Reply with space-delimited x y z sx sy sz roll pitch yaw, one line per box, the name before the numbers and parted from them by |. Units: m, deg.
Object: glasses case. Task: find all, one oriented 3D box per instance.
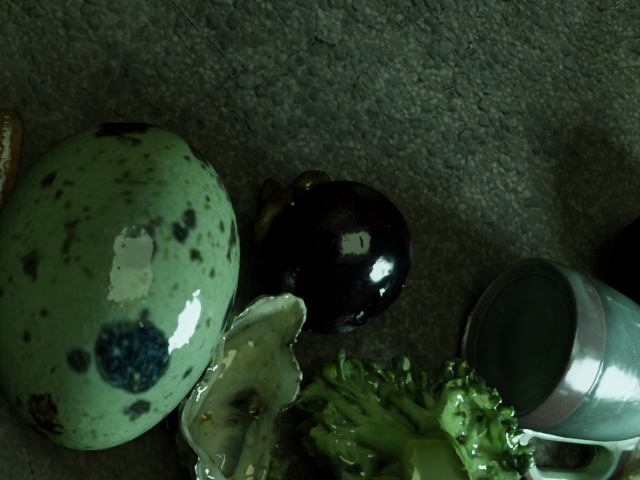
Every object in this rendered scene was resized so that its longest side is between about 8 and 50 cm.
glasses case | -0.163 0.226 1.488 0.083 0.023 0.033 -4 75 -29

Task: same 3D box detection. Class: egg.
egg | -0.239 0.048 1.339 0.287 0.287 0.379 15 68 -24

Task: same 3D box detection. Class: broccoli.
broccoli | 0.102 0.304 1.502 0.272 0.324 0.334 39 54 -64

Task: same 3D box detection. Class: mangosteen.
mangosteen | 0.561 0.071 1.803 0.228 0.228 0.265 -29 124 -30
mangosteen | 0.000 0.000 1.540 0.211 0.211 0.250 -25 60 -30

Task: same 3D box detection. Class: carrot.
carrot | -0.390 -0.069 1.431 0.047 0.047 0.191 7 77 -26

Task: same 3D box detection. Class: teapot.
teapot | 0.375 0.216 1.677 0.312 0.233 0.315 21 98 -28

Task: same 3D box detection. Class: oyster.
oyster | -0.111 0.230 1.437 0.166 0.110 0.341 1 96 -31

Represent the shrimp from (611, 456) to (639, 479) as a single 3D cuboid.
shrimp | 0.444 0.389 1.658 0.317 0.077 0.168 -6 65 5
